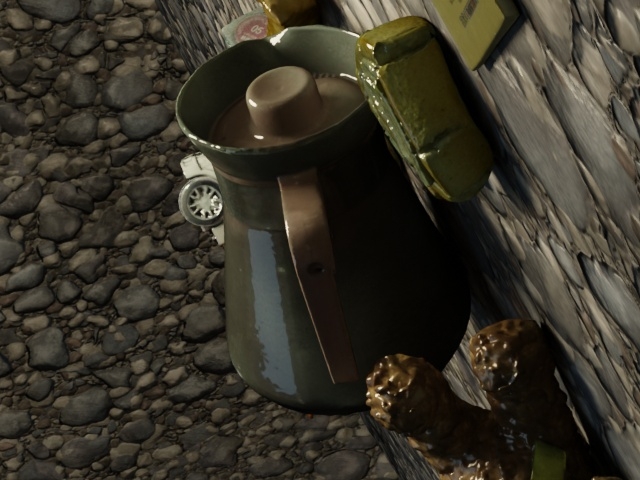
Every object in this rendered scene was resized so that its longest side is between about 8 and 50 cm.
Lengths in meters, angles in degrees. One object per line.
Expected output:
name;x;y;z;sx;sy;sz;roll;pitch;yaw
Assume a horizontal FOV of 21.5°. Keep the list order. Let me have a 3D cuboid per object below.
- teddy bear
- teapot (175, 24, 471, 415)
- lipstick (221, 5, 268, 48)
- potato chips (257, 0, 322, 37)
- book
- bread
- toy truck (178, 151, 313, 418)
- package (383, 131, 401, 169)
teddy bear;0.163;0.247;1.519;0.296;0.246;0.222;54;-153;-37
teapot;0.000;0.000;1.630;0.300;0.253;0.344;-100;-7;-52
lipstick;-0.039;-0.158;2.092;0.076;0.077;0.289;55;173;43
potato chips;-0.038;-0.211;1.829;0.057;0.080;0.407;47;169;6
book;0.069;-0.214;1.140;0.192;0.013;0.168;61;175;4
bread;0.081;-0.101;1.336;0.156;0.064;0.117;62;176;11
toy truck;-0.035;0.027;2.313;0.387;0.207;0.173;63;-178;-6
package;0.050;-0.109;1.770;0.108;0.031;0.120;55;167;47
